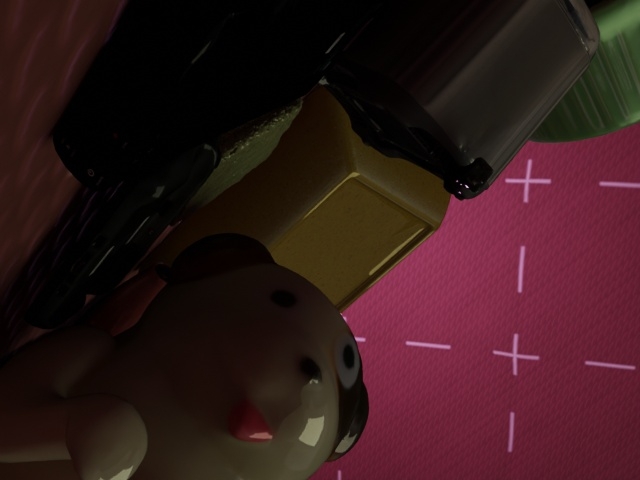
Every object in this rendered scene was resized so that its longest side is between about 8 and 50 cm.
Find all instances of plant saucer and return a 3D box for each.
[{"bbox_3d":[0.000,0.000,0.927,0.333,0.081,0.333,-43,147,17],"label":"plant saucer"}]

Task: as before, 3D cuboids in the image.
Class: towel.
[{"bbox_3d":[-0.081,-0.074,0.651,0.148,0.027,0.110,-41,178,-34],"label":"towel"}]

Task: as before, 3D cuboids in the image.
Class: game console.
[{"bbox_3d":[-0.100,-0.048,0.458,0.361,0.044,0.213,-43,178,35],"label":"game console"}]

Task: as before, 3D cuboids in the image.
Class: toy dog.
[{"bbox_3d":[-0.143,0.188,0.622,0.408,0.284,0.395,-36,179,-2],"label":"toy dog"}]

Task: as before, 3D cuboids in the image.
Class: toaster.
[{"bbox_3d":[0.091,-0.131,0.529,0.146,0.129,0.227,-48,-150,1],"label":"toaster"}]

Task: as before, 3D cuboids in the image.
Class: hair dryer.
[{"bbox_3d":[-0.267,0.132,0.790,0.293,0.080,0.223,-43,179,-20],"label":"hair dryer"}]

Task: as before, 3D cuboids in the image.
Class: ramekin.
[{"bbox_3d":[0.289,-0.244,0.795,0.303,0.148,0.303,-27,-149,18],"label":"ramekin"}]
